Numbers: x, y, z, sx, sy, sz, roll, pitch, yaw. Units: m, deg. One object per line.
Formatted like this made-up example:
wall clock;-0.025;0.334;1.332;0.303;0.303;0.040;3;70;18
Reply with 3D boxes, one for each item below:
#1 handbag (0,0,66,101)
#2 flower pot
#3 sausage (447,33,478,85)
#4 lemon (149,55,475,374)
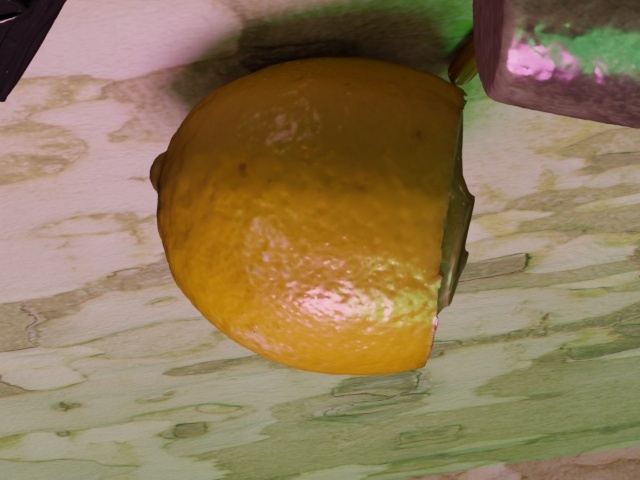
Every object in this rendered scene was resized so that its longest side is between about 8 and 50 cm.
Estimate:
handbag;-0.368;-0.203;1.679;0.244;0.088;0.275;0;156;-27
flower pot;0.307;-0.234;1.580;0.330;0.293;0.293;2;157;-3
sausage;0.162;-0.195;1.924;0.031;0.031;0.107;1;155;-19
lemon;-0.011;-0.031;1.896;0.364;0.364;0.364;-6;157;-3
